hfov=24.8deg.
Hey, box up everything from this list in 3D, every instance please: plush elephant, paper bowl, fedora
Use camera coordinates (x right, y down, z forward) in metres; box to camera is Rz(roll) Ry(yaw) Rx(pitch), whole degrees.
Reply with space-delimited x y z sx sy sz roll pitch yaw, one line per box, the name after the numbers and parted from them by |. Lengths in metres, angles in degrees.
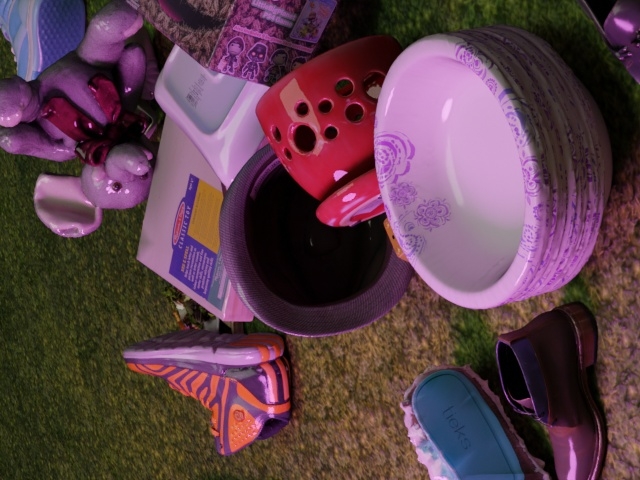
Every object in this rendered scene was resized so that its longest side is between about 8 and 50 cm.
-0.336 -0.154 2.222 0.255 0.272 0.330 50 161 4 | plush elephant
0.188 -0.080 1.508 0.284 0.148 0.284 31 128 51 | paper bowl
0.000 0.000 1.834 0.124 0.243 0.275 74 180 -73 | fedora

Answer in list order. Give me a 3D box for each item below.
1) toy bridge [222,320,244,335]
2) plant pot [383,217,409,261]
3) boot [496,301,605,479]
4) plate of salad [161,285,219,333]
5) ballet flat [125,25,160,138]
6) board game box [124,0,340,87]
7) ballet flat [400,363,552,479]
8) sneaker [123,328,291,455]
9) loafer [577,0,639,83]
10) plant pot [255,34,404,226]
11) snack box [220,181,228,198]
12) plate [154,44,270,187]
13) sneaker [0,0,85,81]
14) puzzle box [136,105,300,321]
-0.133 0.199 2.297 0.063 0.026 0.188 34 130 47 | toy bridge
0.124 -0.017 1.709 0.081 0.083 0.081 -47 62 56 | plant pot
0.240 0.182 1.566 0.082 0.106 0.219 13 112 58 | boot
-0.211 0.093 2.354 0.200 0.048 0.200 35 130 57 | plate of salad
-0.292 -0.234 2.359 0.086 0.086 0.248 54 145 34 | ballet flat
-0.079 -0.362 1.760 0.232 0.141 0.291 41 112 46 | board game box
0.224 0.324 1.665 0.409 0.147 0.147 65 148 26 | ballet flat
-0.176 0.236 2.235 0.321 0.124 0.180 1 104 43 | sneaker
0.278 -0.221 1.349 0.302 0.095 0.109 60 147 27 | loafer
0.044 -0.121 1.710 0.174 0.191 0.191 62 148 8 | plant pot
-0.111 -0.107 1.940 0.064 0.022 0.178 -33 60 45 | snack box
-0.119 -0.249 1.930 0.278 0.045 0.277 -59 40 16 | plate
-0.516 -0.332 2.647 0.208 0.127 0.319 36 122 47 | sneaker
-0.141 -0.120 2.049 0.272 0.052 0.409 30 111 51 | puzzle box
